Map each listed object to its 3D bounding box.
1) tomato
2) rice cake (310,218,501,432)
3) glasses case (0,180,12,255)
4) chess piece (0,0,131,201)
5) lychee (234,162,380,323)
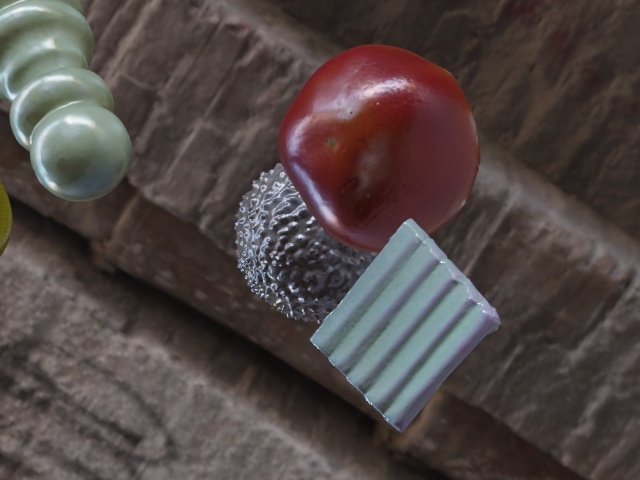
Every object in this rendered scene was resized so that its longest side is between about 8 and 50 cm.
[{"bbox_3d":[0.071,-0.131,1.537,0.226,0.298,0.298,-10,-42,-58],"label":"tomato"},{"bbox_3d":[0.104,0.106,1.344,0.198,0.189,0.037,-43,-12,4],"label":"rice cake"},{"bbox_3d":[-0.575,-0.002,1.548,0.141,0.173,0.371,-22,10,14],"label":"glasses case"},{"bbox_3d":[-0.287,-0.153,1.181,0.144,0.251,0.144,-22,-31,-15],"label":"chess piece"},{"bbox_3d":[0.000,0.000,2.326,0.380,0.380,0.432,-58,9,-22],"label":"lychee"}]
